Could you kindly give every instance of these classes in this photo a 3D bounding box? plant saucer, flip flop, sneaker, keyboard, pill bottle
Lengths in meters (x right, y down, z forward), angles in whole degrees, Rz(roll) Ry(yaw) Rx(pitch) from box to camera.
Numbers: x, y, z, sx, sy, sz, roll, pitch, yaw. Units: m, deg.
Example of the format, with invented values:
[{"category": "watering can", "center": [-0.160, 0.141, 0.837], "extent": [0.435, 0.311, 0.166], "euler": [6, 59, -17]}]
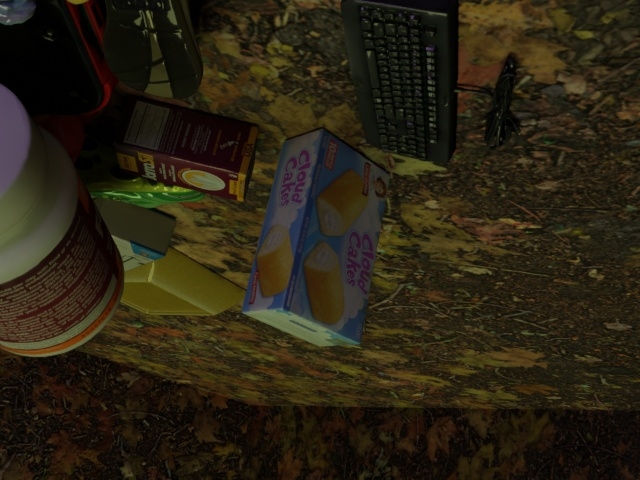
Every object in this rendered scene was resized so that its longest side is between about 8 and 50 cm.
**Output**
[{"category": "plant saucer", "center": [-0.399, 0.104, 1.869], "extent": [0.333, 0.081, 0.333], "euler": [-2, 156, 34]}, {"category": "flip flop", "center": [-0.179, -0.254, 0.816], "extent": [0.112, 0.080, 0.277], "euler": [9, 144, 12]}, {"category": "sneaker", "center": [-0.317, -0.097, 1.246], "extent": [0.295, 0.109, 0.123], "euler": [8, 155, 10]}, {"category": "keyboard", "center": [0.135, -0.170, 0.915], "extent": [0.201, 0.033, 0.317], "euler": [7, 160, 12]}, {"category": "pill bottle", "center": [-0.390, -0.015, 0.974], "extent": [0.224, 0.224, 0.392], "euler": [11, 156, 3]}]

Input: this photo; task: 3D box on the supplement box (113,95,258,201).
[{"category": "supplement box", "center": [-0.190, -0.129, 1.130], "extent": [0.188, 0.081, 0.104], "euler": [13, 160, -3]}]

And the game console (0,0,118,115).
[{"category": "game console", "center": [-0.408, -0.269, 0.802], "extent": [0.342, 0.060, 0.386], "euler": [4, 149, 7]}]

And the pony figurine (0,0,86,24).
[{"category": "pony figurine", "center": [-0.284, -0.309, 0.505], "extent": [0.351, 0.303, 0.363], "euler": [-30, 140, 14]}]

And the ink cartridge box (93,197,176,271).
[{"category": "ink cartridge box", "center": [-0.398, -0.012, 1.549], "extent": [0.148, 0.086, 0.203], "euler": [23, 156, -29]}]

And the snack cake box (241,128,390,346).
[{"category": "snack cake box", "center": [0.000, 0.000, 1.100], "extent": [0.152, 0.264, 0.089], "euler": [28, 154, -37]}]

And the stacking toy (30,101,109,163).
[{"category": "stacking toy", "center": [-0.472, -0.199, 1.033], "extent": [0.309, 0.130, 0.279], "euler": [4, 159, 19]}]
